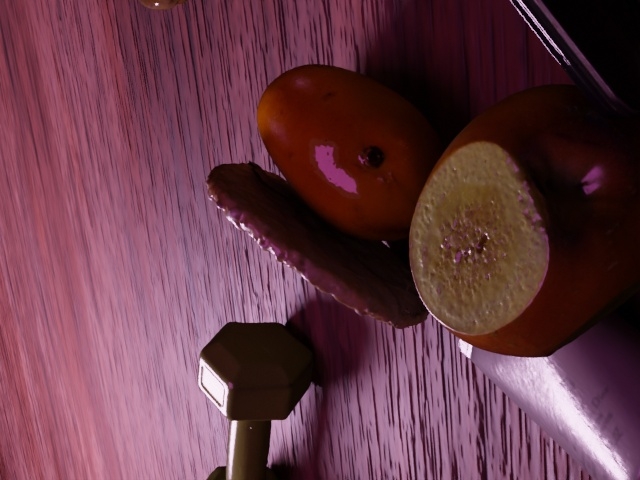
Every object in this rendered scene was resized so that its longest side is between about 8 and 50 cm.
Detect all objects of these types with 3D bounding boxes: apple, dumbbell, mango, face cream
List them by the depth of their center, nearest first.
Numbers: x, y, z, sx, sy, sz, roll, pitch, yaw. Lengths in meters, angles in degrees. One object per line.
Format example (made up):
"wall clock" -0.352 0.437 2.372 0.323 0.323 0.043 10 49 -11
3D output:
"apple" 0.135 -0.016 0.617 0.146 0.163 0.147 56 157 13
"face cream" 0.185 0.101 0.686 0.314 0.089 0.143 44 140 48
"mango" 0.016 -0.074 0.804 0.145 0.112 0.219 41 178 -34
"dumbbell" -0.080 0.228 1.117 0.121 0.108 0.302 41 137 38

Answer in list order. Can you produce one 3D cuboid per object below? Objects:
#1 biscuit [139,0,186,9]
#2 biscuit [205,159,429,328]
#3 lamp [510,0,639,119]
"biscuit" -0.109 -0.385 0.894 0.394 0.076 0.368 -8 99 60
"biscuit" 0.001 -0.001 0.809 0.220 0.219 0.033 44 107 36
"lamp" 0.240 -0.131 0.484 0.203 0.124 0.283 52 145 -7
